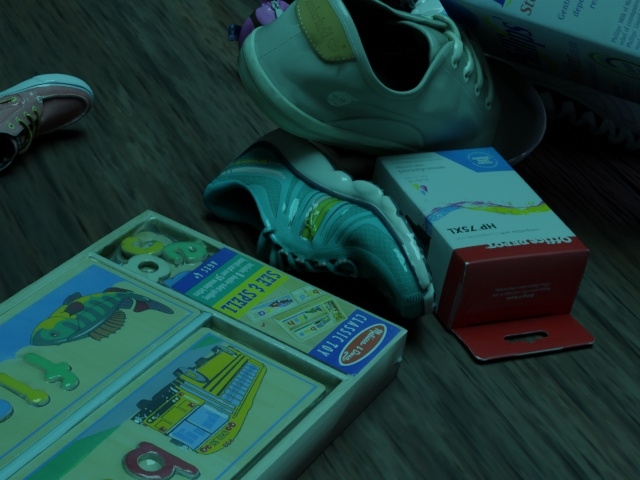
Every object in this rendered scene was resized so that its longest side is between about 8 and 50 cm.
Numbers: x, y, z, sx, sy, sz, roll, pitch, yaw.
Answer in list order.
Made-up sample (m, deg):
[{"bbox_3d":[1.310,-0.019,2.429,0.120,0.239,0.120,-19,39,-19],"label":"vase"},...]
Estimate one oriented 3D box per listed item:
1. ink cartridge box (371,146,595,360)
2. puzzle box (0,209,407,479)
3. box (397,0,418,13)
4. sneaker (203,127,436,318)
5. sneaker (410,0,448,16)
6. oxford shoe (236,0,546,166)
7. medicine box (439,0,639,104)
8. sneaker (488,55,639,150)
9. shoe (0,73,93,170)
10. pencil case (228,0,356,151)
[{"bbox_3d":[0.151,0.007,1.358,0.134,0.078,0.231,-7,37,-25],"label":"ink cartridge box"},{"bbox_3d":[-0.144,0.122,1.117,0.272,0.052,0.409,25,35,20],"label":"puzzle box"},{"bbox_3d":[0.138,-0.265,1.793,0.083,0.062,0.052,2,32,-13],"label":"box"},{"bbox_3d":[0.000,0.000,1.334,0.110,0.107,0.275,-34,45,-23],"label":"sneaker"},{"bbox_3d":[0.136,-0.250,1.704,0.229,0.087,0.092,-29,73,-29],"label":"sneaker"},{"bbox_3d":[0.110,-0.161,1.460,0.449,0.130,0.169,5,51,-50],"label":"oxford shoe"},{"bbox_3d":[0.287,-0.247,1.498,0.289,0.149,0.263,20,0,13],"label":"medicine box"},{"bbox_3d":[0.330,-0.181,1.672,0.292,0.118,0.110,17,31,7],"label":"sneaker"},{"bbox_3d":[-0.295,-0.108,1.426,0.178,0.063,0.081,-14,41,-25],"label":"shoe"},{"bbox_3d":[-0.007,-0.184,1.593,0.095,0.098,0.209,-16,41,-35],"label":"pencil case"}]
